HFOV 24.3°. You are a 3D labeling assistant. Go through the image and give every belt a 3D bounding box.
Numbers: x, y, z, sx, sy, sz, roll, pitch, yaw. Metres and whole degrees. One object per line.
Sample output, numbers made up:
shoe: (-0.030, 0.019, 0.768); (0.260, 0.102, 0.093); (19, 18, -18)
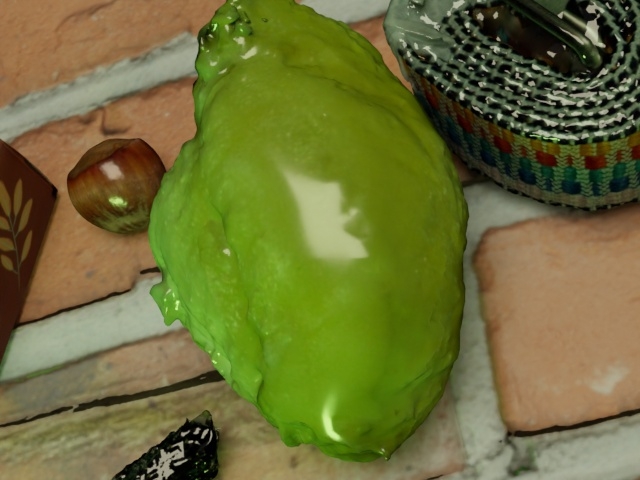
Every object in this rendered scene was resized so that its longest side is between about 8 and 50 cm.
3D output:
belt: (0.177, -0.150, 1.154); (0.207, 0.150, 0.257); (-43, 63, -12)

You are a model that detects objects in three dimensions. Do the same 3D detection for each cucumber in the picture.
cucumber: (-0.147, 0.202, 1.168); (0.181, 0.053, 0.053); (-37, 62, 1)

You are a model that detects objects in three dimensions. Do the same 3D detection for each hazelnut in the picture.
hazelnut: (-0.169, -0.047, 1.270); (0.086, 0.086, 0.086); (-7, 66, 16)

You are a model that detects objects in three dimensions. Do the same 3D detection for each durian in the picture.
durian: (0.000, 0.000, 1.132); (0.340, 0.204, 0.256); (50, 119, 26)

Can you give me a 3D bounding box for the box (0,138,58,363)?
box: (-0.450, 0.089, 1.274); (0.344, 0.122, 0.385); (8, 71, 21)
